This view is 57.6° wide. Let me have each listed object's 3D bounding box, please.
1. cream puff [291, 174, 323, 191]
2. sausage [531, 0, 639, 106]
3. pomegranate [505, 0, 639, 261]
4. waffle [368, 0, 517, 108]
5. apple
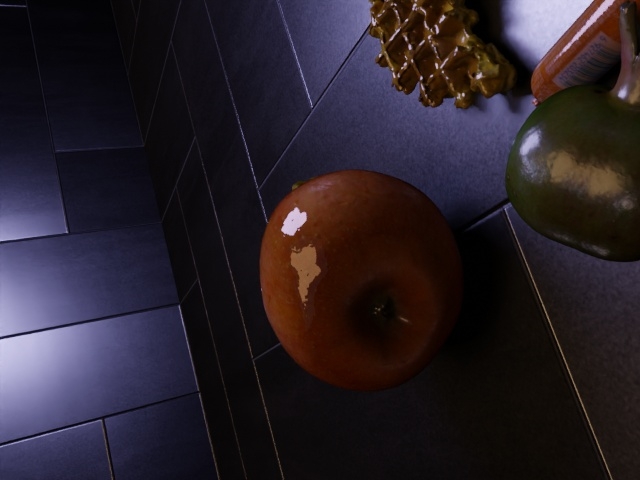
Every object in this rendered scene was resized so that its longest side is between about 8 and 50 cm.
[{"bbox_3d":[-0.006,0.000,0.908,0.194,0.195,0.221,59,141,37],"label":"cream puff"},{"bbox_3d":[0.262,-0.207,0.423,0.348,0.053,0.053,124,131,-60],"label":"sausage"},{"bbox_3d":[0.233,-0.082,0.455,0.152,0.131,0.191,28,122,33],"label":"pomegranate"},{"bbox_3d":[0.133,-0.300,0.657,0.260,0.069,0.292,-141,46,-56],"label":"waffle"},{"bbox_3d":[0.051,0.051,0.708,0.206,0.252,0.271,-102,17,-73],"label":"apple"}]
